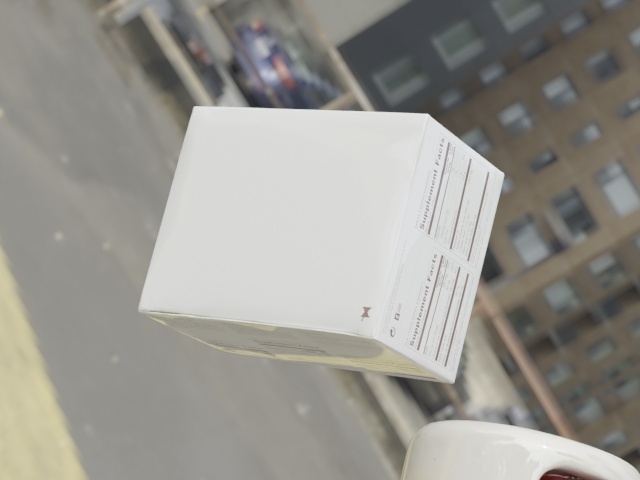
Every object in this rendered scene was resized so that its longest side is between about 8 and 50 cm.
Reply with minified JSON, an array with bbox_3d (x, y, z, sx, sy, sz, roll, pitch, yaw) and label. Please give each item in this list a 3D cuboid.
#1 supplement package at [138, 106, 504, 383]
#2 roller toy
[{"bbox_3d":[0.000,0.000,1.683,0.145,0.262,0.204,31,69,-52],"label":"supplement package"},{"bbox_3d":[0.150,0.232,1.464,0.209,0.191,0.146,49,52,-63],"label":"roller toy"}]
